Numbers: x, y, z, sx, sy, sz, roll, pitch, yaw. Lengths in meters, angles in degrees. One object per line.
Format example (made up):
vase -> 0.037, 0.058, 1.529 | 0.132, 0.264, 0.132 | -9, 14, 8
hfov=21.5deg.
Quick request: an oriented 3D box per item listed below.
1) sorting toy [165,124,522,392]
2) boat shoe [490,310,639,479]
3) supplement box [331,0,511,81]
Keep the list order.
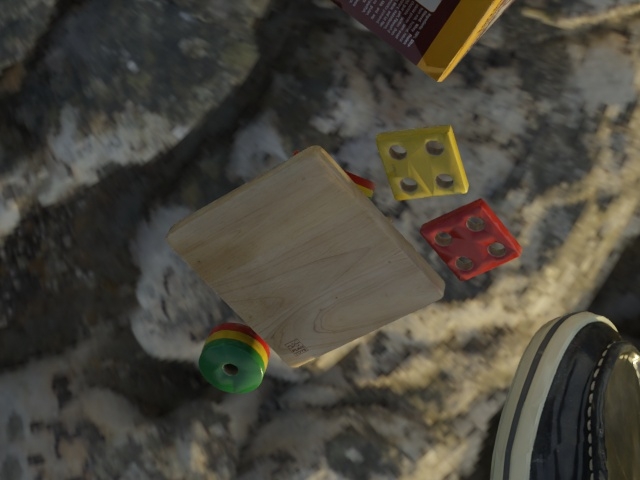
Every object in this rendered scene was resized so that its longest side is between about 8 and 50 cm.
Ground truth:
sorting toy -> 0.000, 0.000, 1.086 | 0.274, 0.046, 0.132 | -28, 117, 34
boat shoe -> 0.201, 0.272, 1.033 | 0.156, 0.500, 0.187 | -15, 145, 26
supplement box -> 0.075, -0.251, 1.196 | 0.194, 0.191, 0.129 | 38, 132, 3
